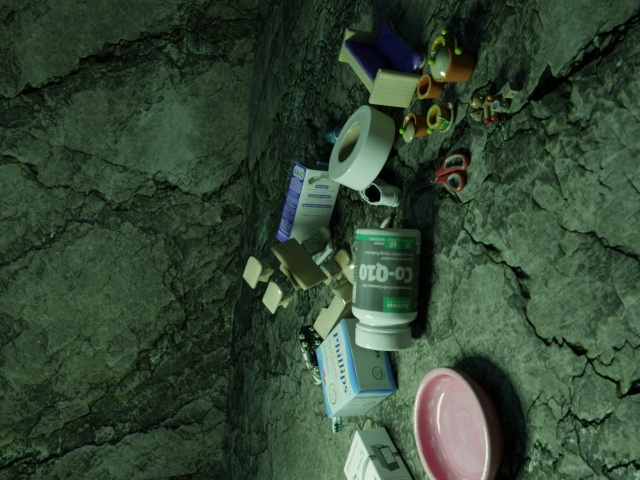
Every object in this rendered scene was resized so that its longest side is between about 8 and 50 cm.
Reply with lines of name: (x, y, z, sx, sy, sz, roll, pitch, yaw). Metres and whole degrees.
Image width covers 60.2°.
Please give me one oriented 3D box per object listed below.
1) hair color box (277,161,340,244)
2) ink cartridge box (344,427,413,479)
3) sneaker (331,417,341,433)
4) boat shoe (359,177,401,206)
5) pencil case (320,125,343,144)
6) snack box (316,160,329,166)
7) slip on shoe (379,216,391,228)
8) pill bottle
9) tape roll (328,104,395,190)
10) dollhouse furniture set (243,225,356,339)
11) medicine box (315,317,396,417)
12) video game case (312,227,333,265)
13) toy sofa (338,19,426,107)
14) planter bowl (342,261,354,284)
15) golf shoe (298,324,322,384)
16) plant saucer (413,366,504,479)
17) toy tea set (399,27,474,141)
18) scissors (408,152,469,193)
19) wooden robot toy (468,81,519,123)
hair color box: (-0.046, -0.145, 2.292, 0.110, 0.185, 0.338, 38, 118, 47)
ink cartridge box: (0.189, 0.775, 1.776, 0.273, 0.115, 0.198, -123, 41, -55)
sneaker: (0.057, 0.718, 2.212, 0.069, 0.038, 0.098, 154, 125, -67)
boat shoe: (0.184, -0.173, 1.918, 0.258, 0.084, 0.095, -159, 73, -66)
pencil case: (0.056, -0.432, 2.280, 0.152, 0.065, 0.070, 6, 109, 67)
snack box: (0.020, -0.308, 2.412, 0.178, 0.022, 0.064, -150, 65, -65)
slip on shoe: (0.218, -0.020, 1.886, 0.041, 0.051, 0.135, 35, 120, 17)
pill bottle: (0.201, 0.141, 1.694, 0.204, 0.204, 0.360, -175, 87, -68)
tape roll: (0.140, -0.322, 1.915, 0.286, 0.100, 0.286, -53, 25, 37)
dollhouse furniture set: (-0.015, 0.125, 2.052, 0.394, 0.362, 0.256, 49, 139, 21)
medicine box: (0.116, 0.449, 1.942, 0.289, 0.149, 0.263, 121, 144, -51)
video game case: (0.000, 0.000, 2.432, 0.190, 0.022, 0.173, 130, 137, -56)
toy sofa: (0.197, -0.607, 1.844, 0.362, 0.150, 0.177, -112, 32, -46)
planter bowl: (0.169, 0.113, 1.863, 0.109, 0.162, 0.162, 63, 151, 9)
golf shoe: (-0.041, 0.491, 2.388, 0.120, 0.105, 0.272, 104, 156, -43)
plant saucer: (0.360, 0.495, 1.431, 0.332, 0.084, 0.331, -178, 90, -69)
toy tea set: (0.309, -0.428, 1.585, 0.200, 0.125, 0.335, -119, 38, -51)
scissors: (0.342, -0.192, 1.630, 0.297, 0.021, 0.108, -174, 84, -69)
wooden robot toy: (0.412, -0.342, 1.387, 0.173, 0.079, 0.076, 162, 109, -67)
